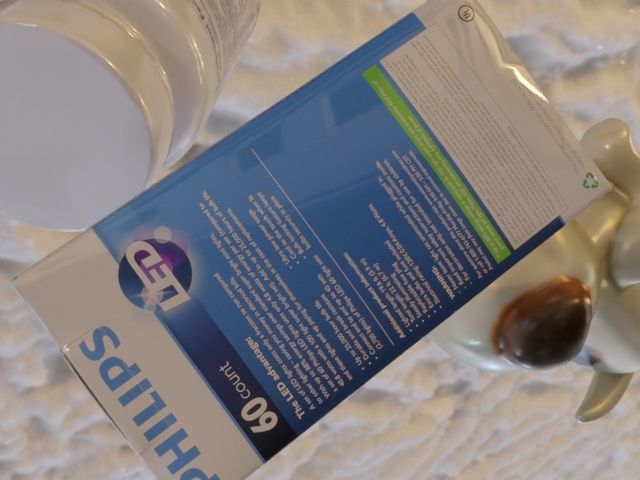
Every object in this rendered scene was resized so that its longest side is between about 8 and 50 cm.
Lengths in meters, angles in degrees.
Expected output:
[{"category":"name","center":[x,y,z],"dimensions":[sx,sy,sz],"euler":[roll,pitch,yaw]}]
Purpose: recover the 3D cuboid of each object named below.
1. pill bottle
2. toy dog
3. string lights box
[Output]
[{"category":"pill bottle","center":[-0.142,-0.140,0.555],"dimensions":[0.160,0.283,0.160],"euler":[4,126,6]},{"category":"toy dog","center":[0.277,0.037,0.967],"dimensions":[0.408,0.284,0.395],"euler":[-2,111,-43]},{"category":"string lights box","center":[0.000,0.000,0.398],"dimensions":[0.260,0.133,0.077],"euler":[-36,180,-13]}]
